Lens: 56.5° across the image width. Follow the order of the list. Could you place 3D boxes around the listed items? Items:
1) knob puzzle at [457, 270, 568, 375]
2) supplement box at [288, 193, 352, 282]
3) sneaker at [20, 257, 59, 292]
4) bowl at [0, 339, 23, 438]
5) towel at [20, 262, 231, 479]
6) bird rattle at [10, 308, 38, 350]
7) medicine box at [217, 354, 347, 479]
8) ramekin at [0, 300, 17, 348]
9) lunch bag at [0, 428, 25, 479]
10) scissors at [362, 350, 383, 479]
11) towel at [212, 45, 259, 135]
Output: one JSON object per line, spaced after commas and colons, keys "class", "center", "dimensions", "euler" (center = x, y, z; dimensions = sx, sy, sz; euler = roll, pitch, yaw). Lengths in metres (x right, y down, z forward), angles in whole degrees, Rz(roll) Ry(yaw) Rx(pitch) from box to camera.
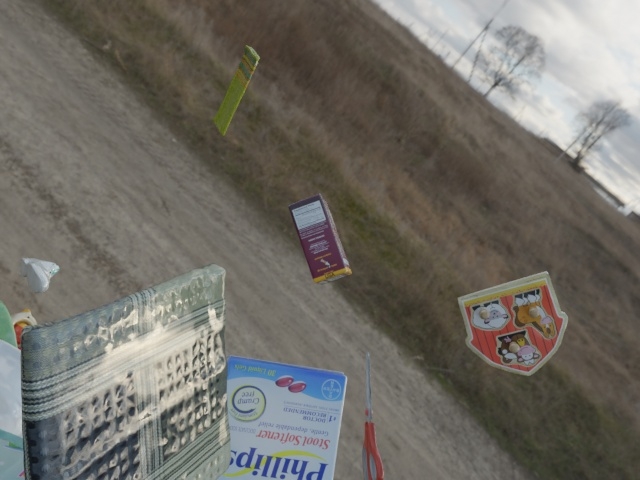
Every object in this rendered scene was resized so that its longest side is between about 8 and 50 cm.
{"class": "knob puzzle", "center": [0.369, 0.173, 1.121], "dimensions": [0.213, 0.213, 0.030], "euler": [39, 18, -5]}
{"class": "supplement box", "center": [0.000, 0.000, 1.365], "dimensions": [0.104, 0.081, 0.188], "euler": [36, 34, -79]}
{"class": "sneaker", "center": [-0.820, 0.094, 1.765], "dimensions": [0.094, 0.080, 0.212], "euler": [-2, 18, -37]}
{"class": "bowl", "center": [-0.608, 0.309, 0.979], "dimensions": [0.298, 0.297, 0.134], "euler": [36, 12, -13]}
{"class": "towel", "center": [-0.208, 0.203, 0.692], "dimensions": [0.056, 0.311, 0.324], "euler": [4, 10, 23]}
{"class": "bird rattle", "center": [-1.093, 0.365, 2.150], "dimensions": [0.253, 0.143, 0.206], "euler": [-42, 127, -51]}
{"class": "medicine box", "center": [-0.101, 0.414, 1.285], "dimensions": [0.264, 0.289, 0.149], "euler": [11, -16, -9]}
{"class": "ramekin", "center": [-0.723, 0.265, 1.170], "dimensions": [0.148, 0.303, 0.303], "euler": [3, 40, -46]}
{"class": "lunch bag", "center": [-0.375, 0.360, 0.608], "dimensions": [0.160, 0.262, 0.223], "euler": [20, 26, 8]}
{"class": "scissors", "center": [0.105, 0.408, 1.347], "dimensions": [0.021, 0.109, 0.296], "euler": [-1, 67, -12]}
{"class": "towel", "center": [-0.234, -0.411, 1.633], "dimensions": [0.021, 0.237, 0.102], "euler": [17, 25, -30]}
